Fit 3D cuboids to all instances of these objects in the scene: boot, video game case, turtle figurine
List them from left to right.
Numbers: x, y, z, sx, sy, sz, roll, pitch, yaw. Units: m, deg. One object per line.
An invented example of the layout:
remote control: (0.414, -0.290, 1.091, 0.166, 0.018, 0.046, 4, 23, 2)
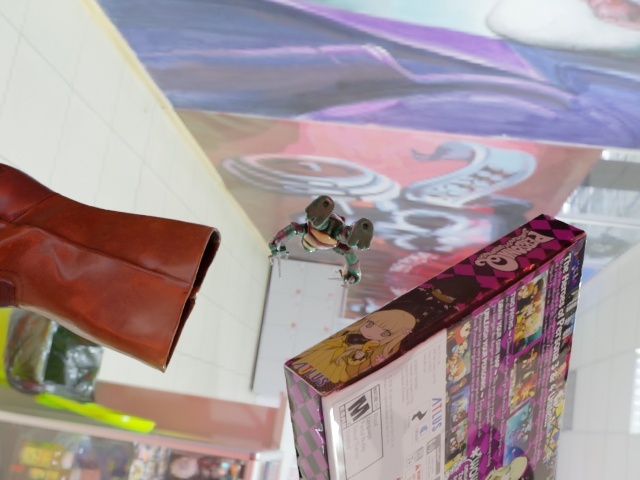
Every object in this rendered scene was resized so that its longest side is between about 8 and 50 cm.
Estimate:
boot: (-0.253, 0.060, 0.634, 0.096, 0.280, 0.264, 102, 9, -49)
turtle figurine: (0.000, 0.000, 1.284, 0.234, 0.175, 0.118, 135, -35, -67)
video game case: (0.080, 0.124, 0.484, 0.210, 0.042, 0.232, -27, 129, -28)
